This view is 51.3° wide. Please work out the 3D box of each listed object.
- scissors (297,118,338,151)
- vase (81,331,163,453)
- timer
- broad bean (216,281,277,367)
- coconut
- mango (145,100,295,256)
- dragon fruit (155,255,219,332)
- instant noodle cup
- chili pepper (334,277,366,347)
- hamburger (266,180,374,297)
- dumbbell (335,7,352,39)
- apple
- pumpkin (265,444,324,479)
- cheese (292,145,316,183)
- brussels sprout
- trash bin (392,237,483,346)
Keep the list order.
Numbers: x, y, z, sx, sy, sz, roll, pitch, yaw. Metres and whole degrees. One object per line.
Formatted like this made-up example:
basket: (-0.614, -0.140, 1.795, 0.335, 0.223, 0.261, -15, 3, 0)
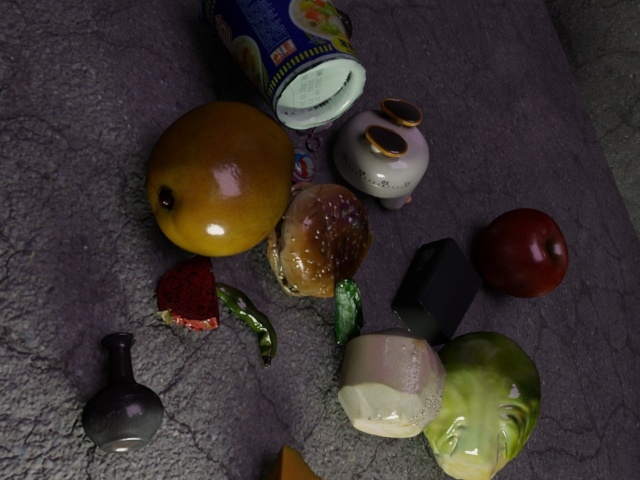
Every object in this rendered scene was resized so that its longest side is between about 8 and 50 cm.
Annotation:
scissors: (0.008, -0.279, 1.610, 0.176, 0.022, 0.085, -43, 105, -42)
vase: (-0.308, 0.230, 1.036, 0.120, 0.120, 0.182, 17, 48, -40)
timer: (0.144, -0.196, 1.622, 0.234, 0.240, 0.233, 10, 51, -13)
broad bean: (-0.134, 0.150, 1.282, 0.195, 0.046, 0.061, 59, 41, -12)
coconut: (0.149, 0.284, 1.391, 0.241, 0.241, 0.241, 19, 62, -39)
mango: (-0.168, -0.128, 1.240, 0.263, 0.221, 0.378, 52, 35, -11)
dragon fruit: (-0.233, 0.109, 1.181, 0.106, 0.083, 0.162, -10, 49, -6)
instant noodle cup: (-0.064, -0.398, 1.332, 0.284, 0.284, 0.312, -1, 56, -45)
chili pepper: (0.053, 0.138, 1.371, 0.226, 0.059, 0.088, 78, 32, -57)
hamburger: (0.000, 0.000, 1.391, 0.286, 0.146, 0.243, 7, 88, -56)
dumbbell: (0.008, -0.442, 1.586, 0.143, 0.143, 0.325, 18, 62, -40)
apple: (0.575, 0.042, 1.910, 0.260, 0.217, 0.260, 18, 64, -41)
pumpkin: (-0.070, 0.505, 1.163, 0.131, 0.126, 0.248, 38, 32, -19)
cheese: (-0.061, -0.166, 1.484, 0.145, 0.038, 0.095, -15, 84, -48)
brussels sprout: (0.377, 0.377, 1.542, 0.344, 0.268, 0.343, 5, 83, -46)
trash bin: (0.291, 0.133, 1.673, 0.165, 0.115, 0.225, 52, 49, -19)
